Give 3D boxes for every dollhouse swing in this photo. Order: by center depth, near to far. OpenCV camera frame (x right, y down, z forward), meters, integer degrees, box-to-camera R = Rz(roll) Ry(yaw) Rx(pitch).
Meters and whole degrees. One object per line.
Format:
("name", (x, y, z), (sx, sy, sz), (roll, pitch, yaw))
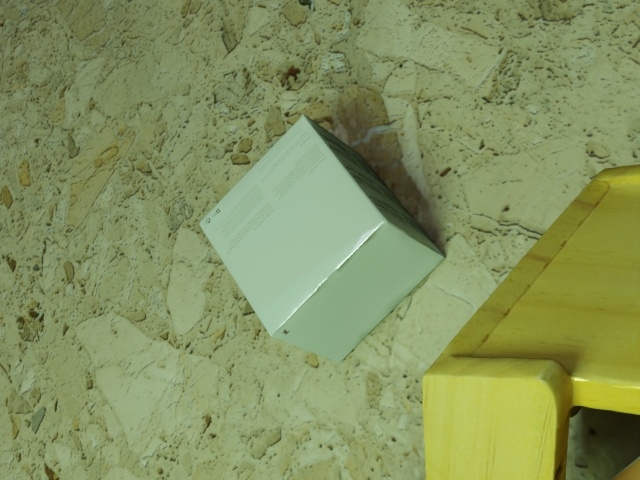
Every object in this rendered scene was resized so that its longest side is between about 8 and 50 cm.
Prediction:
("dollhouse swing", (0.304, 0.123, 0.937), (0.305, 0.315, 0.347), (17, 40, 30))

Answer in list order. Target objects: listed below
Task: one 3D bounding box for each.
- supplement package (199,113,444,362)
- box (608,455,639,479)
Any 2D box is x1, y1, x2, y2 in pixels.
("supplement package", (0.000, 0.000, 1.353), (0.194, 0.149, 0.203), (-45, 53, 13))
("box", (0.335, 0.313, 0.982), (0.345, 0.168, 0.215), (-43, 53, 15))
